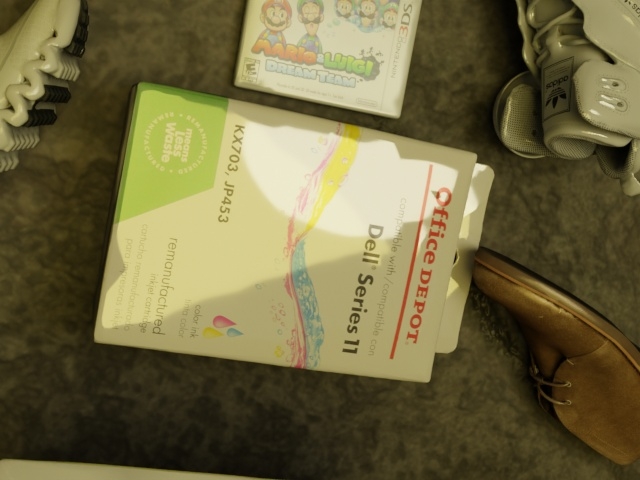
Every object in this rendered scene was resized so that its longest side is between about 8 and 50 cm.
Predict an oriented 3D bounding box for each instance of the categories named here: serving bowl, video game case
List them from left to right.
[{"bbox_3d":[0.010,-0.193,0.735,0.157,0.019,0.143,9,96,-16],"label":"video game case"},{"bbox_3d":[0.201,-0.121,0.793,0.083,0.027,0.083,-2,98,-15],"label":"serving bowl"}]

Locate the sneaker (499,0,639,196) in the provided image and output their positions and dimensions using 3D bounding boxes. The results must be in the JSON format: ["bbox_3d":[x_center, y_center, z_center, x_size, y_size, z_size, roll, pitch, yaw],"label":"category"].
[{"bbox_3d":[0.205,-0.205,0.701,0.366,0.137,0.210,36,73,-17],"label":"sneaker"}]

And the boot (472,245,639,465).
[{"bbox_3d":[0.244,0.120,0.806,0.305,0.112,0.115,38,98,-21],"label":"boot"}]

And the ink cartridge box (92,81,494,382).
[{"bbox_3d":[0.000,0.000,0.709,0.354,0.119,0.207,9,95,-17],"label":"ink cartridge box"}]

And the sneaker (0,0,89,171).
[{"bbox_3d":[-0.287,-0.085,0.632,0.118,0.110,0.292,36,88,-8],"label":"sneaker"}]

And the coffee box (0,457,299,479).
[{"bbox_3d":[-0.086,0.358,0.569,0.338,0.338,0.334,10,61,-17],"label":"coffee box"}]
